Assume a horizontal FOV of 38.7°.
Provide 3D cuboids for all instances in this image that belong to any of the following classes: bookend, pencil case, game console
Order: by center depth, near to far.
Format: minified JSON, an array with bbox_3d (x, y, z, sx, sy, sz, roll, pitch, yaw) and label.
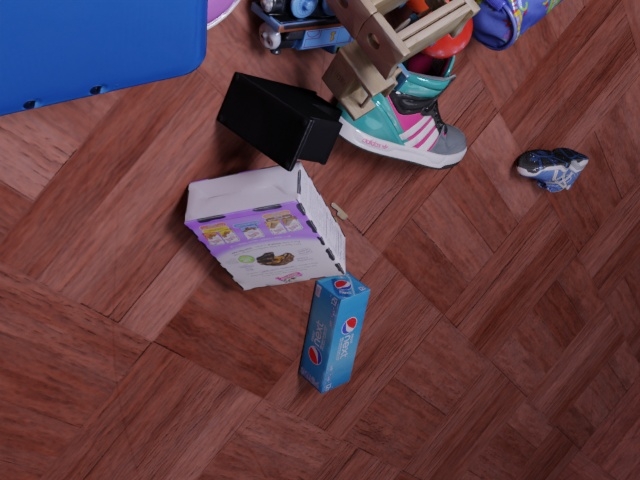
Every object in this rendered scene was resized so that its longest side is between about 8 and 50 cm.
[{"bbox_3d":[-0.261,-0.270,0.836,0.293,0.250,0.173,-17,176,-23],"label":"game console"},{"bbox_3d":[-0.025,-0.150,1.211,0.157,0.156,0.072,3,117,-49],"label":"bookend"},{"bbox_3d":[0.351,-0.425,1.409,0.306,0.119,0.133,-41,166,-15],"label":"pencil case"}]

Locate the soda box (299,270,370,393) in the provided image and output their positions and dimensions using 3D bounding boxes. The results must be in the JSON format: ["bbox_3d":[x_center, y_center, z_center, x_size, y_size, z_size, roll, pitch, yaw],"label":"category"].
[{"bbox_3d":[0.023,0.162,1.599,0.071,0.067,0.210,-18,132,-38],"label":"soda box"}]

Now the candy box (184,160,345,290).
[{"bbox_3d":[-0.071,-0.014,1.273,0.165,0.070,0.196,-10,146,17],"label":"candy box"}]

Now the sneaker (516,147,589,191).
[{"bbox_3d":[0.458,-0.133,1.805,0.211,0.080,0.081,-6,121,-43],"label":"sneaker"}]

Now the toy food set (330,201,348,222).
[{"bbox_3d":[0.000,0.000,1.478,0.122,0.019,0.078,-51,144,-1],"label":"toy food set"}]

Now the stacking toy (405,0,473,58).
[{"bbox_3d":[0.138,-0.380,1.192,0.141,0.141,0.330,-36,138,-20],"label":"stacking toy"}]

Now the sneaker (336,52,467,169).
[{"bbox_3d":[0.157,-0.218,1.386,0.295,0.124,0.178,4,126,-47],"label":"sneaker"}]

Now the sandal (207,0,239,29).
[{"bbox_3d":[-0.229,-0.272,0.932,0.416,0.102,0.169,-6,125,-42],"label":"sandal"}]

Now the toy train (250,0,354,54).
[{"bbox_3d":[-0.005,-0.294,1.179,0.184,0.080,0.105,-18,138,-37],"label":"toy train"}]

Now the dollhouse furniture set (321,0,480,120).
[{"bbox_3d":[0.079,-0.267,1.148,0.129,0.129,0.183,-34,175,-23],"label":"dollhouse furniture set"}]
